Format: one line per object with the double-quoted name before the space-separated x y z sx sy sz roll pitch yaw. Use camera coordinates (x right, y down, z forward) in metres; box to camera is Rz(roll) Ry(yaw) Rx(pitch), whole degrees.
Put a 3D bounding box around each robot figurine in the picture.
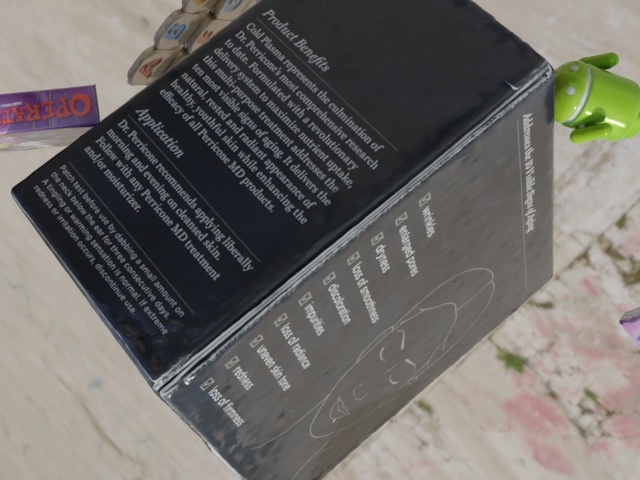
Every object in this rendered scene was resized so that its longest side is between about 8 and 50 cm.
"robot figurine" 0.278 -0.141 1.091 0.115 0.101 0.067 18 157 -12

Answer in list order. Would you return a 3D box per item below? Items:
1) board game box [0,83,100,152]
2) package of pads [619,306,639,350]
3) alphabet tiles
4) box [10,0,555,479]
"board game box" -0.412 -0.114 1.140 0.208 0.346 0.056 160 102 -78
"package of pads" 0.367 0.105 1.162 0.050 0.032 0.083 -30 101 41
"alphabet tiles" -0.129 -0.263 1.370 0.021 0.278 0.284 45 111 10
"box" 0.000 0.000 1.213 0.297 0.471 0.480 48 171 27
